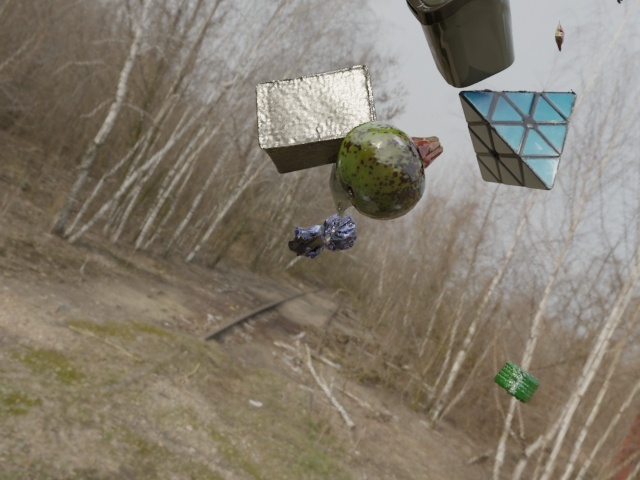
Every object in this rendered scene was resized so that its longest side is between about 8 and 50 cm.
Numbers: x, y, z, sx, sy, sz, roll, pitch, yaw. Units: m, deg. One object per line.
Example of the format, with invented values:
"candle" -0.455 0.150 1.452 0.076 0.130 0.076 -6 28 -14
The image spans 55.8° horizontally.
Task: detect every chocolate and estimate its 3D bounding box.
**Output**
"chocolate" -0.003 -0.002 1.898 0.148 0.126 0.343 -18 1 29

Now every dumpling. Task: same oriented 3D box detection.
"dumpling" 0.085 -0.156 1.573 0.092 0.176 0.150 -11 9 26

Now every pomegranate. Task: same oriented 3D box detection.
"pomegranate" 0.157 -0.159 1.292 0.214 0.248 0.214 53 -22 32

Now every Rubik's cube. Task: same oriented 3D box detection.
"Rubik's cube" 0.477 -0.250 1.470 0.228 0.233 0.228 6 11 32

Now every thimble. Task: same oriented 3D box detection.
"thimble" 0.594 0.428 1.833 0.118 0.090 0.130 37 1 27

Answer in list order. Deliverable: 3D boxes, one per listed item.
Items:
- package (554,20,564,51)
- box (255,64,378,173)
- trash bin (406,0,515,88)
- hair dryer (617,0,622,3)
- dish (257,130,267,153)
"package" 0.755 -0.647 1.911 0.029 0.083 0.059 -1 -29 16
"box" -0.003 -0.282 1.432 0.273 0.184 0.143 -9 -19 7
"trash bin" 0.331 -0.511 1.386 0.220 0.219 0.250 -104 167 -45
"hair dryer" 0.839 -0.783 1.780 0.198 0.057 0.100 51 -30 -11
"dish" -0.088 -0.298 1.926 0.228 0.086 0.236 6 -18 -22
